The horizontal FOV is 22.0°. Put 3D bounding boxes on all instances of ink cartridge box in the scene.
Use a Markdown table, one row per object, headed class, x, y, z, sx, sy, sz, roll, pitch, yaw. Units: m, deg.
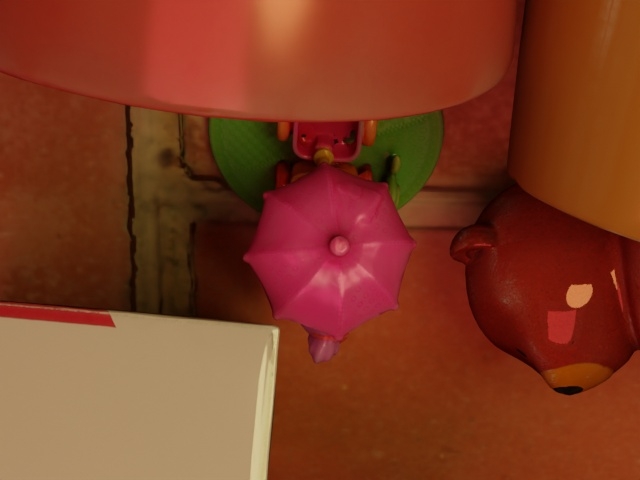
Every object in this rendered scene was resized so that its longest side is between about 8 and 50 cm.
| class | x | y | z | sx | sy | sz | roll | pitch | yaw |
| --- | --- | --- | --- | --- | --- | --- | --- | --- | --- |
| ink cartridge box | -0.111 | 0.087 | 0.866 | 0.171 | 0.237 | 0.100 | 5 | 85 | -2 |

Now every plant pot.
| class | x | y | z | sx | sy | sz | roll | pitch | yaw |
| --- | --- | --- | --- | --- | --- | --- | --- | --- | --- |
| plant pot | 0.171 | -0.098 | 0.729 | 0.205 | 0.205 | 0.188 | 16 | 105 | -9 |
| plant pot | -0.034 | -0.207 | 0.673 | 0.274 | 0.275 | 0.243 | 6 | 113 | -3 |

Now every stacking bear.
| class | x | y | z | sx | sy | sz | roll | pitch | yaw |
| --- | --- | --- | --- | --- | --- | --- | --- | --- | --- |
| stacking bear | 0.217 | 0.012 | 0.861 | 0.289 | 0.164 | 0.175 | -6 | 165 | 17 |

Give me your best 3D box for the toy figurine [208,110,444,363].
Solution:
| class | x | y | z | sx | sy | sz | roll | pitch | yaw |
| --- | --- | --- | --- | --- | --- | --- | --- | --- | --- |
| toy figurine | 0.000 | 0.000 | 0.853 | 0.130 | 0.159 | 0.173 | 4 | 124 | -1 |
